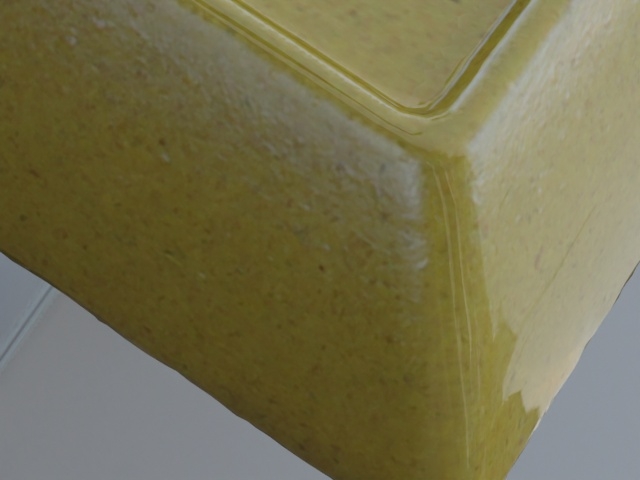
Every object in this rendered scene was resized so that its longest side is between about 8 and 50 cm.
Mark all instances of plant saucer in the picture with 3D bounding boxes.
[{"bbox_3d":[-0.009,-0.148,0.470,0.333,0.333,0.081,34,-25,7],"label":"plant saucer"}]

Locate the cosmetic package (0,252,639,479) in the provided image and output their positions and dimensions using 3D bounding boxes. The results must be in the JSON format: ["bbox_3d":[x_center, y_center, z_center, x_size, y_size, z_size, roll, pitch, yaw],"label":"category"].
[{"bbox_3d":[0.000,0.000,0.924,0.329,0.327,0.394,34,7,-21],"label":"cosmetic package"}]
